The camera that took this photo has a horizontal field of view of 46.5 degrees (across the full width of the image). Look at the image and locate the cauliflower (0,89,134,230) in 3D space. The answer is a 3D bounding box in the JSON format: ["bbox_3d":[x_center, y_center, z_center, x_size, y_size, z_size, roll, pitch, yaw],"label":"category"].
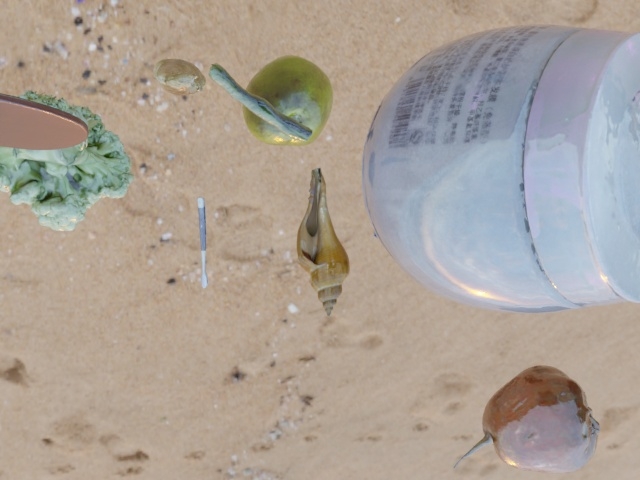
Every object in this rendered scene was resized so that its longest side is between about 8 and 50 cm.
[{"bbox_3d":[-0.523,-0.147,1.440,0.326,0.281,0.261,0,109,-20],"label":"cauliflower"}]

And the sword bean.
[{"bbox_3d":[-0.125,-0.283,1.563,0.269,0.038,0.043,32,80,-30],"label":"sword bean"}]

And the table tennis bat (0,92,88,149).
[{"bbox_3d":[-0.382,-0.136,0.793,0.154,0.021,0.274,-10,165,42],"label":"table tennis bat"}]

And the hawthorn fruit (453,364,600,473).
[{"bbox_3d":[0.279,0.238,1.004,0.188,0.149,0.149,4,134,6],"label":"hawthorn fruit"}]

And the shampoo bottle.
[{"bbox_3d":[0.200,-0.065,0.711,0.272,0.266,0.273,-6,99,-43],"label":"shampoo bottle"}]

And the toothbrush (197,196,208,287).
[{"bbox_3d":[-0.347,0.007,2.211,0.024,0.026,0.288,2,112,4],"label":"toothbrush"}]

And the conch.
[{"bbox_3d":[0.000,0.002,1.609,0.109,0.331,0.093,-5,159,-6],"label":"conch"}]

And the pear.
[{"bbox_3d":[-0.093,-0.394,2.145,0.268,0.321,0.269,-2,123,-4],"label":"pear"}]

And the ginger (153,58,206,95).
[{"bbox_3d":[-0.333,-0.384,1.783,0.131,0.294,0.086,20,101,-18],"label":"ginger"}]
